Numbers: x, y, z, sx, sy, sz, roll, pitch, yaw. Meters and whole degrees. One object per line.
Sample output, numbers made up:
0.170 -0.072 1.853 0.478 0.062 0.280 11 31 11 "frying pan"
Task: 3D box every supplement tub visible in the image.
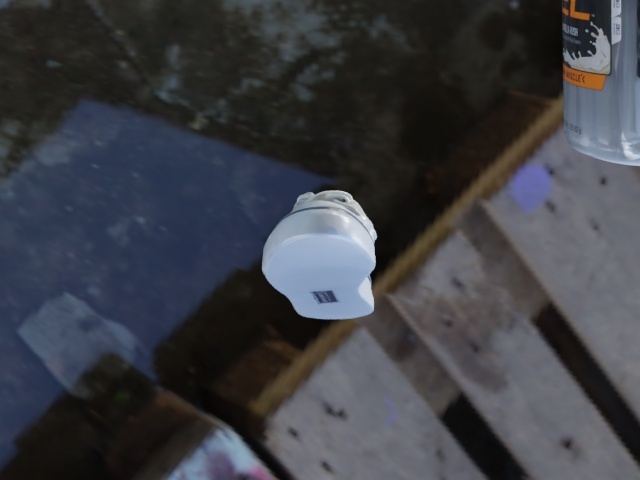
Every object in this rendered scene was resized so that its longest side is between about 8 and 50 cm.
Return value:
0.193 -0.144 1.052 0.117 0.117 0.190 -10 106 -26 "supplement tub"

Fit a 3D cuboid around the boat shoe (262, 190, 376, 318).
0.000 0.000 1.559 0.095 0.258 0.084 -1 75 0 "boat shoe"
